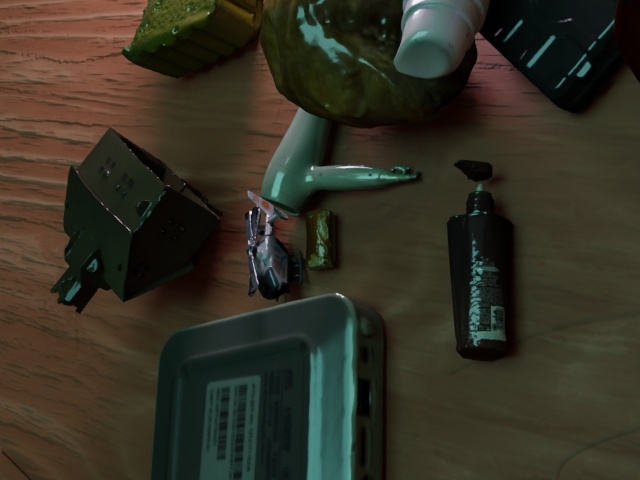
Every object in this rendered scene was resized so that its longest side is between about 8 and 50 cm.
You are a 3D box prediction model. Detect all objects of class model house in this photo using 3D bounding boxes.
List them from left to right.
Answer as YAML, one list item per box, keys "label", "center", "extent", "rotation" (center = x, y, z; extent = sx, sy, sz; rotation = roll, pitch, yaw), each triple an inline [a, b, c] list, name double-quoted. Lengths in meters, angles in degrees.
- label: "model house"
  center: [-0.283, 0.006, 1.777]
  extent: [0.243, 0.204, 0.211]
  rotation: [-51, 47, 4]

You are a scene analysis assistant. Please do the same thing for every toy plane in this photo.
- label: "toy plane"
  center: [-0.069, 0.013, 1.675]
  extent: [0.053, 0.078, 0.197]
  rotation: [-37, 38, 31]

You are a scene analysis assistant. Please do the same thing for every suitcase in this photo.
- label: "suitcase"
  center: [0.325, -0.312, 1.431]
  extent: [0.285, 0.066, 0.206]
  rotation: [-51, 47, 17]

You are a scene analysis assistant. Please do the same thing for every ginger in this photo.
- label: "ginger"
  center: [0.047, -0.244, 1.576]
  extent: [0.269, 0.200, 0.223]
  rotation: [56, 153, 4]

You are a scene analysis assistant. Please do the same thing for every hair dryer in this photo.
- label: "hair dryer"
  center: [0.043, -0.123, 1.641]
  extent: [0.237, 0.075, 0.206]
  rotation: [14, 78, 38]

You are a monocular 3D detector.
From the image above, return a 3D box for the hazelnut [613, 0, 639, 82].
- label: "hazelnut"
  center: [0.445, -0.287, 1.106]
  extent: [0.359, 0.359, 0.409]
  rotation: [4, 89, 44]

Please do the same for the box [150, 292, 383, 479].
- label: "box"
  center: [-0.080, 0.271, 1.576]
  extent: [0.373, 0.090, 0.367]
  rotation: [-17, 64, 40]

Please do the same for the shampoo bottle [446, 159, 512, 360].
- label: "shampoo bottle"
  center: [0.187, 0.020, 1.433]
  extent: [0.067, 0.068, 0.236]
  rotation: [-16, 63, 41]

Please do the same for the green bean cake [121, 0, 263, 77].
- label: "green bean cake"
  center: [-0.197, -0.389, 1.910]
  extent: [0.233, 0.124, 0.236]
  rotation: [-14, 66, 38]

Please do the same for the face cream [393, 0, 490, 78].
- label: "face cream"
  center: [0.166, -0.333, 1.478]
  extent: [0.102, 0.102, 0.345]
  rotation: [-18, 41, 38]

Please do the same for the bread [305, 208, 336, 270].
- label: "bread"
  center: [0.000, 0.000, 1.641]
  extent: [0.047, 0.036, 0.083]
  rotation: [-21, 62, 46]
